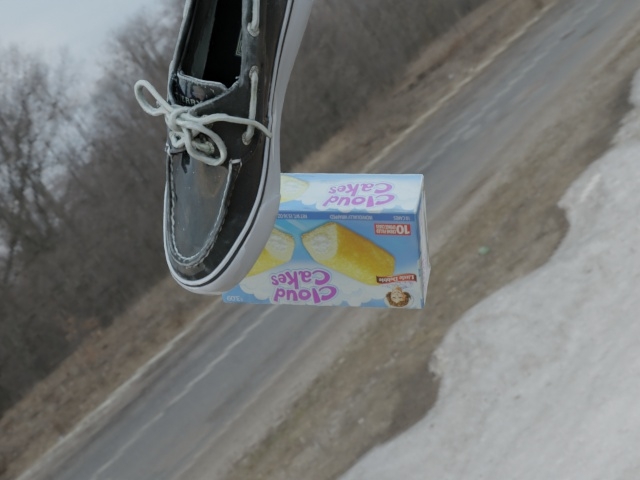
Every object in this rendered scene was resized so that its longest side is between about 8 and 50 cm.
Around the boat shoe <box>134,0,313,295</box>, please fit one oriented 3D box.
[{"bbox_3d":[-0.085,-0.106,0.776,0.105,0.113,0.306,5,-76,-59],"label":"boat shoe"}]

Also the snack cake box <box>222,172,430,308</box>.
[{"bbox_3d":[0.000,0.000,1.200,0.264,0.152,0.089,1,35,13],"label":"snack cake box"}]
